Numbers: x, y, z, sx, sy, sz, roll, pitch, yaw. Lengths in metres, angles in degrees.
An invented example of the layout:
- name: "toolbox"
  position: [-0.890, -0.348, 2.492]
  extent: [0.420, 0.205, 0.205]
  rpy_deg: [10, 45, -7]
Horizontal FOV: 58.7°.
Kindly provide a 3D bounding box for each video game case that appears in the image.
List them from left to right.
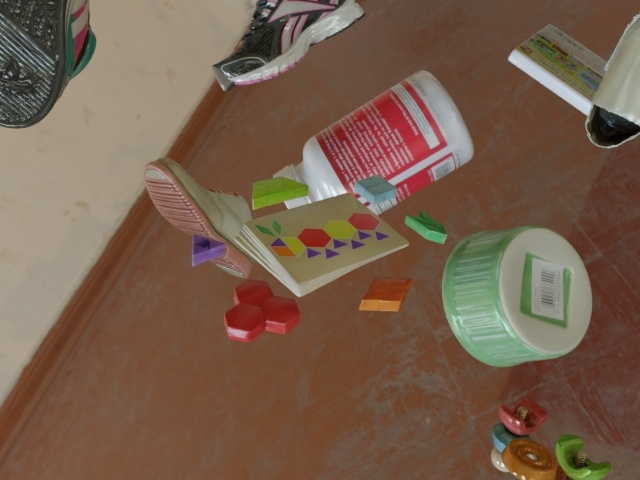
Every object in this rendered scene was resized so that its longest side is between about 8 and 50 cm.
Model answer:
- name: "video game case"
  position: [0.460, -0.289, 1.003]
  extent: [0.206, 0.227, 0.026]
  rpy_deg: [-40, -14, -43]

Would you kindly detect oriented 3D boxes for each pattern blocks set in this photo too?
- name: "pattern blocks set"
  position: [0.000, 0.000, 0.721]
  extent: [0.324, 0.026, 0.285]
  rpy_deg: [-13, 41, -23]

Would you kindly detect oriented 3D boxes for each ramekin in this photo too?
- name: "ramekin"
  position: [0.422, 0.112, 1.198]
  extent: [0.148, 0.303, 0.303]
  rpy_deg: [-24, 39, 62]

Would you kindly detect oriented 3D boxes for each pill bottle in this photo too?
- name: "pill bottle"
  position: [0.111, -0.178, 1.270]
  extent: [0.407, 0.229, 0.229]
  rpy_deg: [-30, 41, 7]

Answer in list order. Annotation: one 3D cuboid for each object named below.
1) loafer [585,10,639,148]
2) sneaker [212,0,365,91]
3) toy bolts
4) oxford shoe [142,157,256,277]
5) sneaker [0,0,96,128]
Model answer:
- name: "loafer"
  position: [0.380, -0.183, 0.658]
  extent: [0.102, 0.268, 0.092]
  rpy_deg: [34, 83, 21]
- name: "sneaker"
  position: [-0.041, -0.210, 0.547]
  extent: [0.178, 0.077, 0.072]
  rpy_deg: [-44, 25, -29]
- name: "toy bolts"
  position: [0.413, 0.450, 1.141]
  extent: [0.228, 0.218, 0.158]
  rpy_deg: [-133, 50, -58]
- name: "oxford shoe"
  position: [-0.259, -0.073, 1.325]
  extent: [0.140, 0.397, 0.146]
  rpy_deg: [15, 63, 33]
- name: "sneaker"
  position: [-0.275, -0.268, 0.578]
  extent: [0.296, 0.123, 0.178]
  rpy_deg: [-67, 28, 10]
